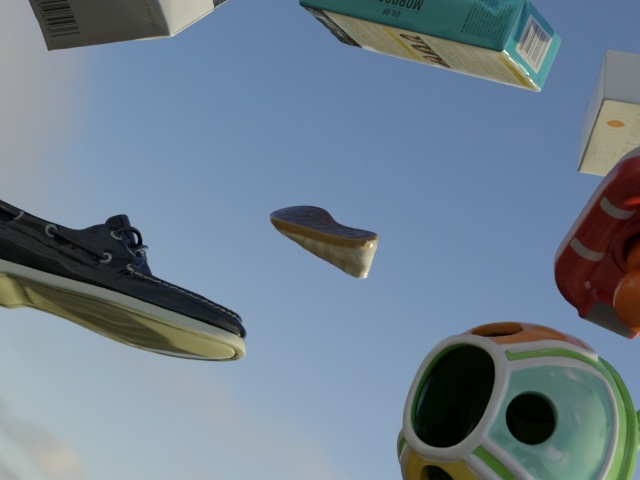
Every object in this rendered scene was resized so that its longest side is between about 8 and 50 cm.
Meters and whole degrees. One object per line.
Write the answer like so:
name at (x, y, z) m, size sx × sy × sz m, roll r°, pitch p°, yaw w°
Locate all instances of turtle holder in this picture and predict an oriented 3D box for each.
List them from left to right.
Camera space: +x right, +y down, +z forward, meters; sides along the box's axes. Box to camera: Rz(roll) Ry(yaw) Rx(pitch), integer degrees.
turtle holder at (0.178, 0.232, 1.784) m, size 0.227 × 0.320 × 0.243 m, roll 37°, pitch 3°, yaw -43°

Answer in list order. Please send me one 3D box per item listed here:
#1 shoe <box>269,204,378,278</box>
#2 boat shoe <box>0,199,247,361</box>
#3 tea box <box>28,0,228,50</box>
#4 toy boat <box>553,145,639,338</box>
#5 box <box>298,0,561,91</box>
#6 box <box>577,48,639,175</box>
shoe at (0.000, 0.000, 2.319) m, size 0.219 × 0.076 × 0.058 m, roll 22°, pitch -59°, yaw 53°
boat shoe at (-0.222, 0.023, 1.637) m, size 0.340 × 0.113 × 0.127 m, roll 15°, pitch -23°, yaw 9°
tea box at (-0.197, -0.432, 1.922) m, size 0.220 × 0.323 × 0.329 m, roll 0°, pitch -62°, yaw 42°
toy boat at (0.306, 0.023, 1.562) m, size 0.151 × 0.151 × 0.231 m, roll 24°, pitch -46°, yaw -3°
box at (0.107, -0.216, 1.677) m, size 0.244 × 0.060 × 0.100 m, roll 19°, pitch -9°, yaw 33°
box at (0.435, -0.168, 2.338) m, size 0.130 × 0.091 × 0.170 m, roll 9°, pitch -34°, yaw 0°
